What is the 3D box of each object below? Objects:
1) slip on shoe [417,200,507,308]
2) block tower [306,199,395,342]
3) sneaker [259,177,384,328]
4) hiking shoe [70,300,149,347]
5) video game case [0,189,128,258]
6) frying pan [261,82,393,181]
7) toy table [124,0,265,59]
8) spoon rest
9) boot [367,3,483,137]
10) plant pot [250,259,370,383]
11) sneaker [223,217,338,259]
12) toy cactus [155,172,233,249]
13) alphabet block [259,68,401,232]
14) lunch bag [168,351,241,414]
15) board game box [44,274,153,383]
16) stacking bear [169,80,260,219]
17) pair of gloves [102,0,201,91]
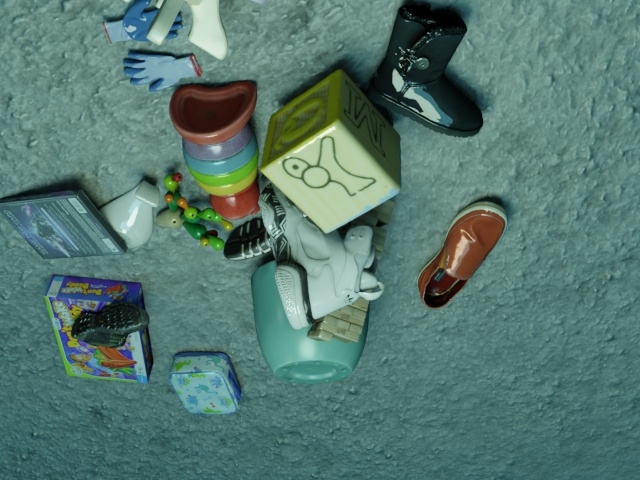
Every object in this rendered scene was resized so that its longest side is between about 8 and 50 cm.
[{"bbox_3d":[0.324,0.040,1.810,0.123,0.101,0.331,21,132,-12],"label":"slip on shoe"},{"bbox_3d":[0.069,0.064,1.719,0.097,0.336,0.091,21,166,-13],"label":"block tower"},{"bbox_3d":[0.000,0.000,1.627,0.210,0.366,0.137,-14,144,0],"label":"sneaker"},{"bbox_3d":[-0.514,0.220,1.998,0.226,0.086,0.114,-11,146,24],"label":"hiking shoe"},{"bbox_3d":[-0.610,-0.033,1.852,0.274,0.026,0.196,-3,136,30],"label":"video game case"},{"bbox_3d":[-0.010,-0.218,1.632,0.325,0.053,0.197,-13,130,15],"label":"frying pan"},{"bbox_3d":[-0.236,-0.438,1.322,0.274,0.252,0.161,34,113,-12],"label":"toy table"},{"bbox_3d":[-0.434,-0.061,1.824,0.137,0.084,0.276,28,144,-19],"label":"spoon rest"},{"bbox_3d":[0.227,-0.315,1.470,0.246,0.094,0.207,21,137,-6],"label":"boot"},{"bbox_3d":[-0.019,0.201,1.856,0.292,0.235,0.293,-2,153,-1],"label":"plant pot"},{"bbox_3d":[-0.077,0.016,1.831,0.281,0.107,0.162,-21,132,24],"label":"sneaker"},{"bbox_3d":[-0.304,-0.066,1.794,0.180,0.112,0.219,-7,139,39],"label":"toy cactus"},{"bbox_3d":[0.024,-0.169,1.509,0.192,0.194,0.197,-30,124,26],"label":"alphabet block"},{"bbox_3d":[-0.324,0.411,2.258,0.175,0.090,0.219,-4,134,12],"label":"lunch bag"},{"bbox_3d":[-0.589,0.246,2.132,0.233,0.078,0.347,5,135,1],"label":"board game box"},{"bbox_3d":[-0.197,-0.162,1.636,0.175,0.164,0.289,-2,139,8],"label":"stacking bear"},{"bbox_3d":[-0.326,-0.376,1.525,0.159,0.023,0.198,-7,134,10],"label":"pair of gloves"}]
